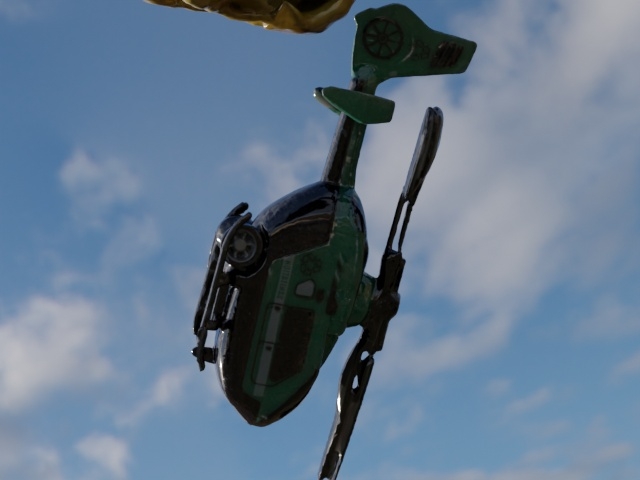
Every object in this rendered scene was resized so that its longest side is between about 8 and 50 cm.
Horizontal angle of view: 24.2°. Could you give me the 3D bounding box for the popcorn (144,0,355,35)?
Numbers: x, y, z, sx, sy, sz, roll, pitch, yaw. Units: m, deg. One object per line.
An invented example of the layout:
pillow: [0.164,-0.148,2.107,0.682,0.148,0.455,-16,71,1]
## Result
popcorn: [-0.047,-0.249,0.940,0.250,0.250,0.190,1,13,-36]

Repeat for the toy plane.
toy plane: [0.000,0.000,1.154,0.155,0.382,0.106,15,3,-8]
